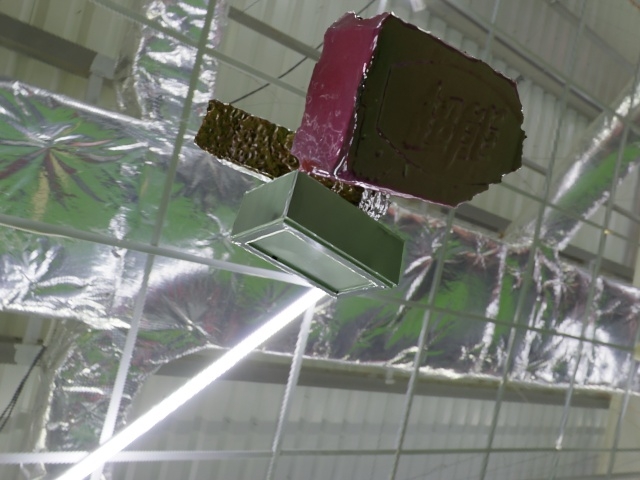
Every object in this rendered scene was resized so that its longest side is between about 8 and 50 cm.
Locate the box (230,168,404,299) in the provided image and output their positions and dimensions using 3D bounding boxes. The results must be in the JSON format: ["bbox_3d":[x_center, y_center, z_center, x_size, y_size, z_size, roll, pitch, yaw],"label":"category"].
[{"bbox_3d":[0.000,0.000,0.832,0.225,0.129,0.086,31,-121,-33],"label":"box"}]

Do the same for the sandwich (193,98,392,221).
[{"bbox_3d":[-0.025,-0.121,0.969,0.099,0.301,0.271,-69,-15,4],"label":"sandwich"}]

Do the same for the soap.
[{"bbox_3d":[0.106,-0.124,0.589,0.249,0.099,0.162,8,-83,-38],"label":"soap"}]
